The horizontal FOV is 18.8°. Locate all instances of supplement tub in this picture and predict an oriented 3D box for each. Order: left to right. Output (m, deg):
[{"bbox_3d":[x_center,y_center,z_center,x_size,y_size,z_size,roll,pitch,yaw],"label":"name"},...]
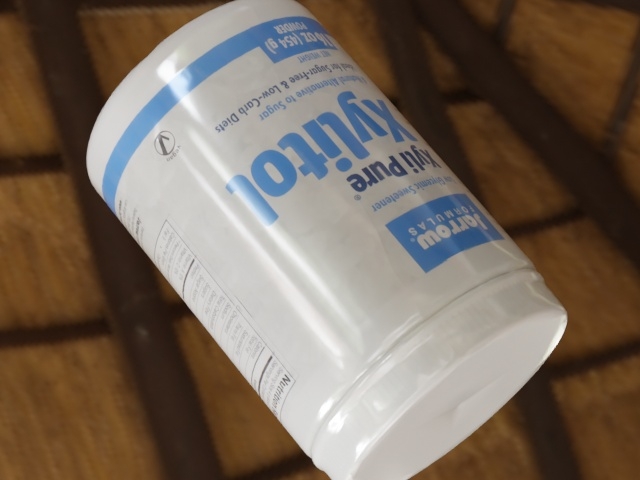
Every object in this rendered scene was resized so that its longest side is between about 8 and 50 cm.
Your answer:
[{"bbox_3d":[0.000,0.000,0.465,0.071,0.107,0.071,-36,-20,-15],"label":"supplement tub"}]
